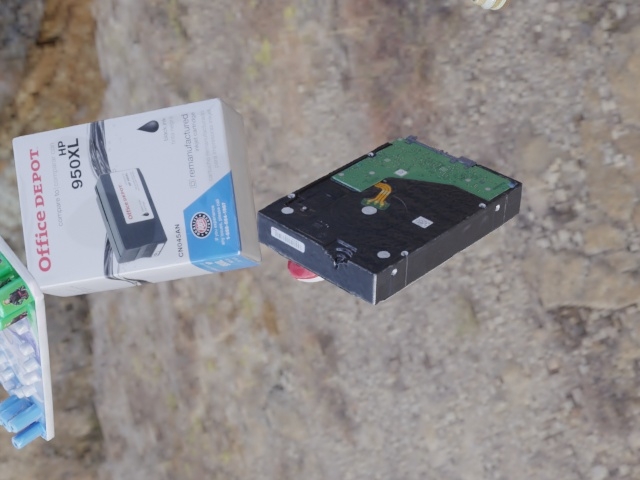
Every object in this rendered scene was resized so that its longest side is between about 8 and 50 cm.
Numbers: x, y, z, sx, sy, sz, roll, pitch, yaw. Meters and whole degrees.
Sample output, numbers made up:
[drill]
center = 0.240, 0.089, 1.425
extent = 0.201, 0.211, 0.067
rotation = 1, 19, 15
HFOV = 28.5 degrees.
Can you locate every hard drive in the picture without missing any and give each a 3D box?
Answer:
[hard drive]
center = 0.105, -0.040, 1.854
extent = 0.236, 0.339, 0.064
rotation = 27, 133, 34

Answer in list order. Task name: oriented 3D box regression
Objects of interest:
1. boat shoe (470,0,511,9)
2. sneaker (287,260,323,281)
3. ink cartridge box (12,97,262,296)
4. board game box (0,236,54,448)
[boat shoe]
center = 0.187, -0.384, 1.657
extent = 0.190, 0.072, 0.068
rotation = 63, 143, 29
[sneaker]
center = 0.000, 0.000, 2.029
extent = 0.221, 0.128, 0.087
rotation = -31, 63, 35
[ink cartridge box]
center = -0.328, -0.070, 2.255
extent = 0.166, 0.394, 0.286
rotation = 30, -129, -77
[board game box]
center = -0.454, 0.030, 1.500
extent = 0.390, 0.050, 0.390
rotation = 47, 152, 19
